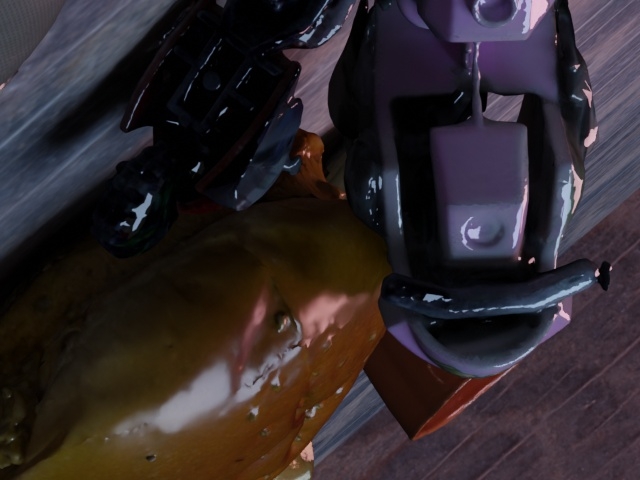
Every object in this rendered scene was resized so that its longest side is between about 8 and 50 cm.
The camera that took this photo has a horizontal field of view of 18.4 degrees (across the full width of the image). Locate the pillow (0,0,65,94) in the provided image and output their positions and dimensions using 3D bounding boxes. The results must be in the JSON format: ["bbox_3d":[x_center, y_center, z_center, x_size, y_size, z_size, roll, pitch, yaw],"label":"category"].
[{"bbox_3d":[-0.116,-0.112,0.658,0.169,0.059,0.255,-29,163,-46],"label":"pillow"}]

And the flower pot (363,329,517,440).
[{"bbox_3d":[0.100,0.058,1.778,0.190,0.173,0.190,-40,170,-8],"label":"flower pot"}]

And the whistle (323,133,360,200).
[{"bbox_3d":[0.000,0.000,1.423,0.258,0.067,0.126,-50,-174,8],"label":"whistle"}]

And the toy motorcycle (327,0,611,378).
[{"bbox_3d":[0.082,-0.059,1.027,0.143,0.188,0.327,-2,131,-5],"label":"toy motorcycle"}]

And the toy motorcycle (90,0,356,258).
[{"bbox_3d":[-0.035,-0.080,0.997,0.213,0.082,0.122,-54,173,16],"label":"toy motorcycle"}]

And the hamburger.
[{"bbox_3d":[-0.090,0.073,1.205,0.314,0.170,0.290,-34,161,-26],"label":"hamburger"}]

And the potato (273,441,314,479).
[{"bbox_3d":[-0.127,0.193,1.608,0.158,0.178,0.203,-9,165,-40],"label":"potato"}]
